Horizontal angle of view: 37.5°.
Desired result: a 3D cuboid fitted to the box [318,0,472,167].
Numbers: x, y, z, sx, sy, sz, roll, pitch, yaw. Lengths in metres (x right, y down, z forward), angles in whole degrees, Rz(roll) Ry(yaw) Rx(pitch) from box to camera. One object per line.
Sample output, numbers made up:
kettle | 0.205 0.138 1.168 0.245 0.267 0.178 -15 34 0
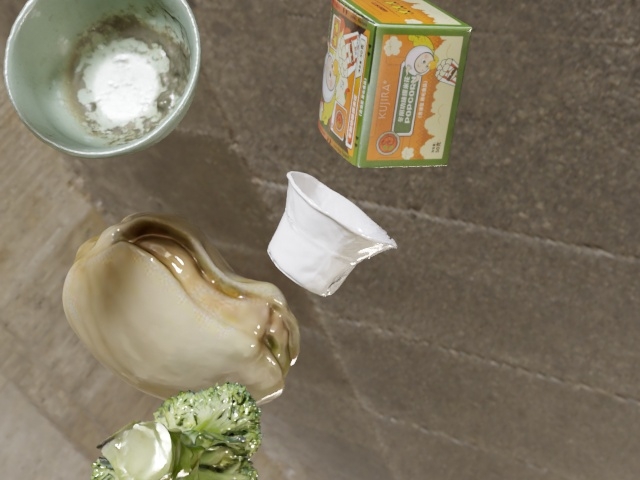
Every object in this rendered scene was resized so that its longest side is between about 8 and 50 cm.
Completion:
box | 0.090 -0.221 1.286 0.177 0.148 0.195 -122 35 -57

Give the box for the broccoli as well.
broccoli | -0.183 0.292 1.280 0.251 0.221 0.361 0 163 -16

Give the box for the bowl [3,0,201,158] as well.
bowl | -0.303 -0.246 1.394 0.289 0.289 0.146 29 174 9

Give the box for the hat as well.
hat | 0.000 0.000 1.376 0.203 0.126 0.203 35 -170 -8

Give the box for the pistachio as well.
pistachio | -0.239 0.117 1.590 0.445 0.281 0.365 22 143 20
